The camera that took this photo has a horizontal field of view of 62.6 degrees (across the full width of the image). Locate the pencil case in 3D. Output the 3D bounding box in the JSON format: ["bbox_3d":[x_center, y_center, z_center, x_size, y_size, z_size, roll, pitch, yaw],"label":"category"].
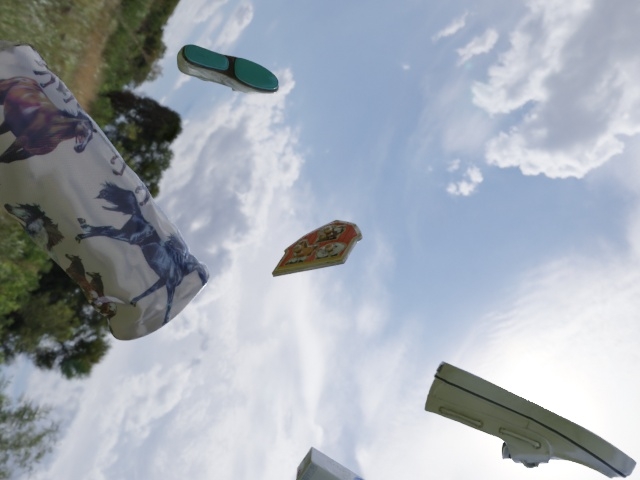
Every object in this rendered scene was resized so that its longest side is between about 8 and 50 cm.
[{"bbox_3d":[-0.314,-0.042,0.676,0.183,0.410,0.160,-9,-142,32],"label":"pencil case"}]

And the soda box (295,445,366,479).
[{"bbox_3d":[0.050,0.571,1.212,0.069,0.216,0.074,-56,-177,4],"label":"soda box"}]

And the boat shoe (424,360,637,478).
[{"bbox_3d":[0.270,0.258,0.708,0.088,0.267,0.096,-64,165,-6],"label":"boat shoe"}]

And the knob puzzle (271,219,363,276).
[{"bbox_3d":[0.000,0.000,1.127,0.213,0.030,0.213,-21,-157,9],"label":"knob puzzle"}]

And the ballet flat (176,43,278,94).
[{"bbox_3d":[-0.151,-0.273,0.860,0.052,0.168,0.057,-36,-136,56],"label":"ballet flat"}]
